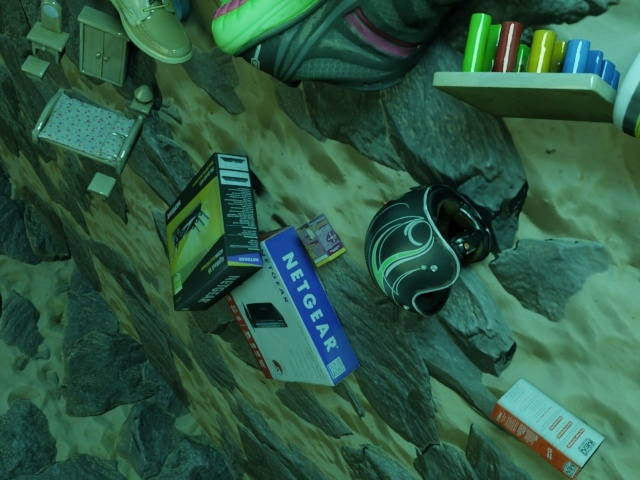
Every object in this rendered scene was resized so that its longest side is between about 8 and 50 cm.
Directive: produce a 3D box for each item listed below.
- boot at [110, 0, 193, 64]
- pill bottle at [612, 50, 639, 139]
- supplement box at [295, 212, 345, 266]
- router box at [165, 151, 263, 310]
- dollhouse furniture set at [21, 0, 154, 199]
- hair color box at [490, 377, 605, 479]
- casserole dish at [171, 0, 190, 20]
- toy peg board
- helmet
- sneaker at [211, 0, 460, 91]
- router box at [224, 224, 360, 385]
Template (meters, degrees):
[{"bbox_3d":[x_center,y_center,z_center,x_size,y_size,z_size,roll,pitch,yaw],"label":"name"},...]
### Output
[{"bbox_3d":[-0.299,-0.462,1.098,0.262,0.095,0.203,56,147,13],"label":"boot"},{"bbox_3d":[0.372,-0.104,0.524,0.208,0.119,0.119,37,141,30],"label":"pill bottle"},{"bbox_3d":[0.000,0.000,1.175,0.083,0.043,0.055,59,148,-1],"label":"supplement box"},{"bbox_3d":[-0.236,-0.007,1.332,0.309,0.081,0.243,-36,58,51],"label":"router box"},{"bbox_3d":[-0.533,-0.314,1.341,0.303,0.355,0.174,20,148,-11],"label":"dollhouse furniture set"},{"bbox_3d":[0.332,0.275,0.924,0.141,0.072,0.043,36,140,32],"label":"hair color box"},{"bbox_3d":[-0.301,-0.492,1.193,0.114,0.037,0.188,-5,111,55],"label":"casserole dish"},{"bbox_3d":[0.228,-0.177,0.644,0.161,0.161,0.079,12,96,39],"label":"toy peg board"},{"bbox_3d":[0.142,0.017,0.891,0.169,0.169,0.161,55,131,7],"label":"helmet"},{"bbox_3d":[0.081,-0.297,0.750,0.483,0.185,0.202,1,155,44],"label":"sneaker"},{"bbox_3d":[-0.095,0.149,1.385,0.301,0.082,0.335,-14,104,56],"label":"router box"}]
